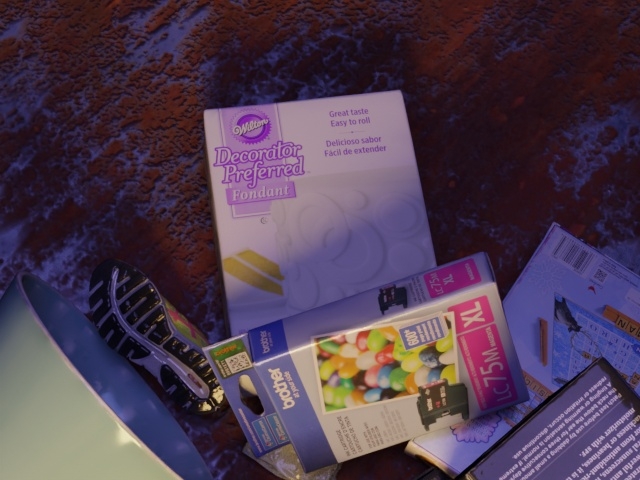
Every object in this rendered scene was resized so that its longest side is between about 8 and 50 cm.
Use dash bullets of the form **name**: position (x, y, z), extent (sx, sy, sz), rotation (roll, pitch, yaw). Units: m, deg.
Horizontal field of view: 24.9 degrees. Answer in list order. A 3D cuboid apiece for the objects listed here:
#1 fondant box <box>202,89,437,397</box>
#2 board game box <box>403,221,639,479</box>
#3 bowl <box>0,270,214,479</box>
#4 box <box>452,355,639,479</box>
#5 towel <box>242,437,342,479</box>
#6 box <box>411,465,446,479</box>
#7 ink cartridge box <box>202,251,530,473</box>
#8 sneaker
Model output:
- **fondant box**: position (0.000, 0.000, 1.660), extent (0.238, 0.096, 0.330), rotation (-6, 64, -6)
- **board game box**: position (0.311, 0.194, 1.642), extent (0.319, 0.066, 0.318), rotation (34, 73, 8)
- **bowl**: position (-0.264, 0.200, 1.496), extent (0.163, 0.311, 0.311), rotation (-42, 78, -1)
- **box**: position (0.285, 0.295, 1.418), extent (0.183, 0.296, 0.294), rotation (-39, 81, -9)
- **towel**: position (-0.009, 0.204, 1.638), extent (0.110, 0.027, 0.148), rotation (29, 71, 5)
- **box**: position (0.127, 0.374, 1.526), extent (0.183, 0.059, 0.232), rotation (-24, 70, -45)
- **ink cartridge box**: position (0.051, 0.140, 1.531), extent (0.311, 0.185, 0.065), rotation (-17, 39, 5)
- **sneaker**: position (-0.180, 0.107, 1.627), extent (0.081, 0.094, 0.208), rotation (-39, 88, 7)
